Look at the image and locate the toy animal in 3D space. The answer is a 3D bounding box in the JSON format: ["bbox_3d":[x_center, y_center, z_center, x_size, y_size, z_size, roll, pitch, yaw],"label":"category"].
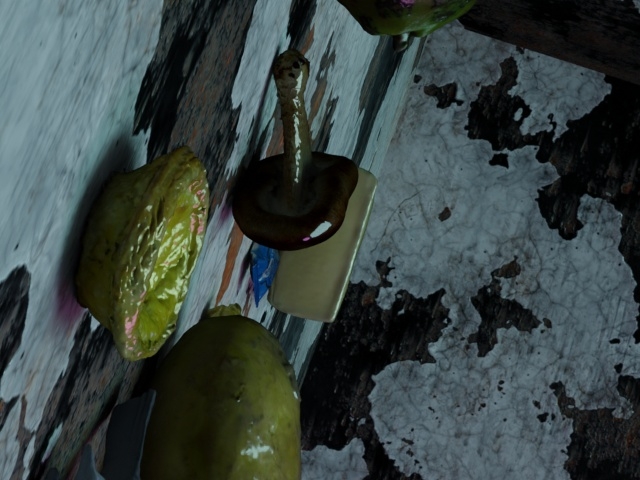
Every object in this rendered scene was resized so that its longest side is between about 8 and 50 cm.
[{"bbox_3d":[-0.198,0.262,1.416,0.206,0.081,0.367,61,19,-54],"label":"toy animal"}]

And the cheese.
[{"bbox_3d":[0.000,0.000,2.418,0.265,0.124,0.242,164,-53,-88],"label":"cheese"}]

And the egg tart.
[{"bbox_3d":[-0.145,0.006,1.266,0.191,0.074,0.191,18,90,-84],"label":"egg tart"}]

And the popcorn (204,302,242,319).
[{"bbox_3d":[-0.124,0.116,1.988,0.082,0.057,0.083,75,36,-69],"label":"popcorn"}]

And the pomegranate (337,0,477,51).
[{"bbox_3d":[0.085,-0.380,1.922,0.204,0.276,0.222,-33,-168,-7],"label":"pomegranate"}]

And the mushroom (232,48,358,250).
[{"bbox_3d":[-0.036,-0.115,1.888,0.227,0.148,0.217,-81,168,-61],"label":"mushroom"}]

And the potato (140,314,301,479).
[{"bbox_3d":[-0.109,0.213,1.740,0.229,0.229,0.266,82,23,-79],"label":"potato"}]

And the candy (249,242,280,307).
[{"bbox_3d":[-0.080,0.018,2.236,0.088,0.038,0.136,84,15,-46],"label":"candy"}]
